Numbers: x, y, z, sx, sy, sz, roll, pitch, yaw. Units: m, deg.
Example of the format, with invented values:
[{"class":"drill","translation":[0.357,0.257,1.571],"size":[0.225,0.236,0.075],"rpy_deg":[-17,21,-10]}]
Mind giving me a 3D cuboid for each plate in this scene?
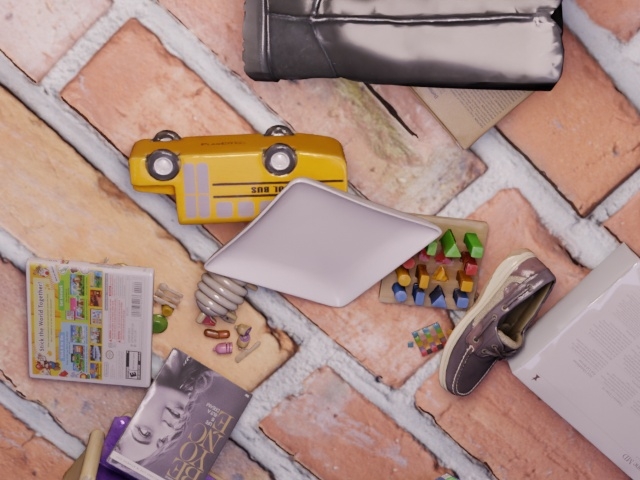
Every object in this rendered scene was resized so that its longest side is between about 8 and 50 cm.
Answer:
[{"class":"plate","translation":[0.000,0.000,1.801],"size":[0.277,0.045,0.278],"rpy_deg":[17,141,-31]}]

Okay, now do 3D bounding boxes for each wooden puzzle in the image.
[{"class":"wooden puzzle","translation":[0.190,0.170,1.981],"size":[0.083,0.006,0.049],"rpy_deg":[-24,111,7]}]

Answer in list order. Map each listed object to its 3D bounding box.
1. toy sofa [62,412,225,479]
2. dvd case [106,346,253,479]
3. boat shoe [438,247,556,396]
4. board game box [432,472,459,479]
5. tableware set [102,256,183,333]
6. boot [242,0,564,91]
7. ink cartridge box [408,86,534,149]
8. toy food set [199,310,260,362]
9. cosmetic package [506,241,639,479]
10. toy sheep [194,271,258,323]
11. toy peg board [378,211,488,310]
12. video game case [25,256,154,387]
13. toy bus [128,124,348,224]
[{"class":"toy sofa","translation":[-0.268,0.476,2.005],"size":[0.362,0.150,0.177],"rpy_deg":[37,107,-16]},{"class":"dvd case","translation":[-0.237,0.317,1.956],"size":[0.164,0.018,0.221],"rpy_deg":[34,77,-15]},{"class":"boat shoe","translation":[0.295,0.151,1.919],"size":[0.103,0.092,0.285],"rpy_deg":[14,111,-43]},{"class":"board game box","translation":[0.166,0.516,2.049],"size":[0.201,0.035,0.136],"rpy_deg":[-19,116,-30]},{"class":"tableware set","translation":[-0.312,0.093,1.919],"size":[0.154,0.024,0.104],"rpy_deg":[27,111,-14]},{"class":"boot","translation":[0.121,-0.393,1.605],"size":[0.445,0.146,0.367],"rpy_deg":[4,105,13]},{"class":"ink cartridge box","translation":[0.215,-0.290,1.754],"size":[0.193,0.088,0.234],"rpy_deg":[-39,108,13]},{"class":"toy food set","translation":[-0.162,0.155,1.951],"size":[0.078,0.019,0.122],"rpy_deg":[-40,108,12]},{"class":"cosmetic package","translation":[0.548,0.228,1.975],"size":[0.377,0.097,0.284],"rpy_deg":[41,103,-17]},{"class":"toy sheep","translation":[-0.161,0.083,1.888],"size":[0.091,0.091,0.132],"rpy_deg":[33,87,-15]},{"class":"toy peg board","translation":[0.189,0.048,1.894],"size":[0.161,0.079,0.160],"rpy_deg":[6,111,-5]},{"class":"video game case","translation":[-0.382,0.138,1.913],"size":[0.206,0.026,0.227],"rpy_deg":[5,118,-2]},{"class":"toy bus","translation":[-0.127,-0.102,1.804],"size":[0.333,0.108,0.130],"rpy_deg":[-3,114,-2]}]
